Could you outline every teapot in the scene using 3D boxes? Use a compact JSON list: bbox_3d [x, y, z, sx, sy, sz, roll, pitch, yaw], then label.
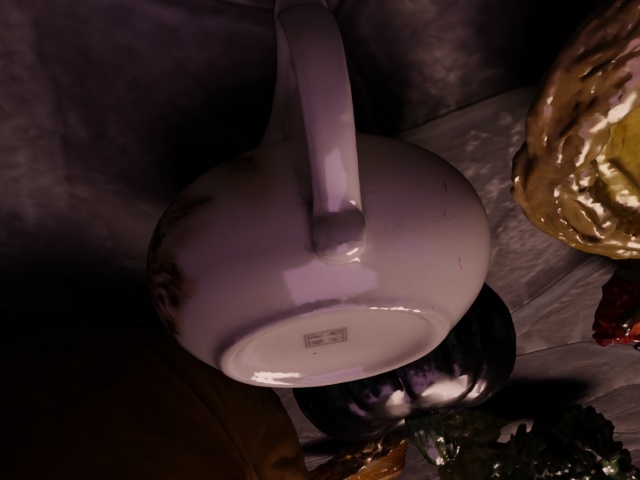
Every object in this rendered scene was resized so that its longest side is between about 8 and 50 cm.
[{"bbox_3d":[0.000,0.000,0.441,0.205,0.139,0.298,-3,152,-9],"label":"teapot"}]

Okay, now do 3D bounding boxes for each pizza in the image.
[{"bbox_3d":[0.068,0.309,1.068,0.188,0.062,0.199,-4,146,-35],"label":"pizza"}]

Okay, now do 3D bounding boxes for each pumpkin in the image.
[{"bbox_3d":[0.068,0.097,0.624,0.194,0.150,0.194,-9,129,-11],"label":"pumpkin"}]

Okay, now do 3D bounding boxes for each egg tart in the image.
[{"bbox_3d":[0.232,-0.090,0.399,0.279,0.094,0.278,-9,146,-7],"label":"egg tart"}]

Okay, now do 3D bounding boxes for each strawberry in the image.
[{"bbox_3d":[0.301,0.040,0.647,0.167,0.086,0.208,-27,161,4],"label":"strawberry"}]

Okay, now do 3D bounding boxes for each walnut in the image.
[{"bbox_3d":[-0.203,0.226,0.605,0.398,0.307,0.354,-26,179,27],"label":"walnut"}]

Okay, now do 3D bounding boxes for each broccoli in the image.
[{"bbox_3d":[0.285,0.373,1.046,0.294,0.281,0.347,-1,109,-30],"label":"broccoli"}]
